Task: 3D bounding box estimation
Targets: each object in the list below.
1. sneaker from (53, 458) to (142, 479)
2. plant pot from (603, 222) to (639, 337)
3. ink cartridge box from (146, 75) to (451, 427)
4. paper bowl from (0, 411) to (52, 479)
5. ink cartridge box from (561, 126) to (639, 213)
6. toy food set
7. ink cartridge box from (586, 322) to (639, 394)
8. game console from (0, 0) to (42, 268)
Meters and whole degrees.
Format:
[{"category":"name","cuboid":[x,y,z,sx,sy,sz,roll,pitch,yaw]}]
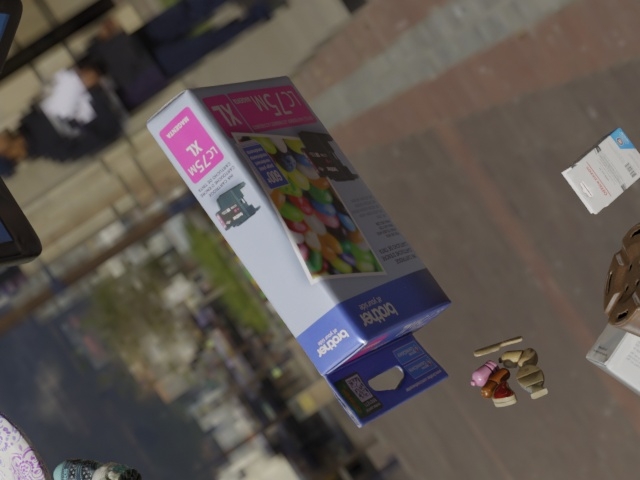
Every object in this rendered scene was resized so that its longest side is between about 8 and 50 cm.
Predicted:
[{"category":"sneaker","cuboid":[-0.302,0.408,2.295,0.122,0.283,0.110,15,-170,27]},{"category":"plant pot","cuboid":[0.418,0.061,2.029,0.165,0.167,0.167,16,-174,-13]},{"category":"ink cartridge box","cuboid":[0.000,0.000,1.545,0.311,0.065,0.186,57,-153,8]},{"category":"paper bowl","cuboid":[-0.398,0.295,1.793,0.284,0.284,0.148,55,168,14]},{"category":"ink cartridge box","cuboid":[0.254,-0.059,1.639,0.048,0.083,0.028,54,149,-2]},{"category":"toy food set","cuboid":[0.197,0.146,1.909,0.122,0.078,0.019,-94,-16,-64]},{"category":"ink cartridge box","cuboid":[0.567,0.110,2.599,0.223,0.307,0.129,35,179,-6]},{"category":"game console","cuboid":[-0.373,-0.110,1.879,0.250,0.173,0.293,57,-160,7]}]
